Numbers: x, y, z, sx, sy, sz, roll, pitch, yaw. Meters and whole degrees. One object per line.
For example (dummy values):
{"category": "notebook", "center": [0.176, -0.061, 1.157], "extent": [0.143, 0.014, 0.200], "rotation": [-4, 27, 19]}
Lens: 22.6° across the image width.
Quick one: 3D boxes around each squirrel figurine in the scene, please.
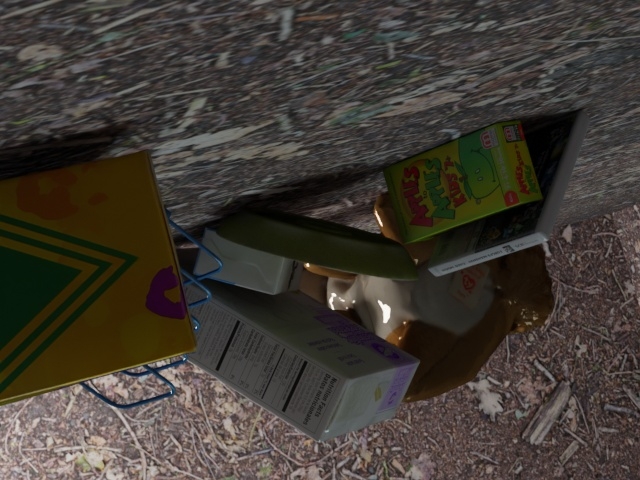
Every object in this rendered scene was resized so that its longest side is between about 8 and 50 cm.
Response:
{"category": "squirrel figurine", "center": [0.122, 0.076, 2.345], "extent": [0.397, 0.281, 0.370], "rotation": [-9, 179, -36]}

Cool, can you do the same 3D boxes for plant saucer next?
{"category": "plant saucer", "center": [0.000, 0.000, 1.843], "extent": [0.241, 0.037, 0.241], "rotation": [12, -176, -1]}

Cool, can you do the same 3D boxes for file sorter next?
{"category": "file sorter", "center": [-0.189, 0.074, 1.659], "extent": [0.118, 0.170, 0.104], "rotation": [-20, 131, 44]}

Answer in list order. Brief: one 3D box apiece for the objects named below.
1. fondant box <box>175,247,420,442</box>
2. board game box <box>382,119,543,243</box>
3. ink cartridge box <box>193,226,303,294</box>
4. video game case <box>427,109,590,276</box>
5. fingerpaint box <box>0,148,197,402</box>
{"category": "fondant box", "center": [-0.067, 0.123, 2.039], "extent": [0.330, 0.096, 0.238], "rotation": [31, -166, 21]}
{"category": "board game box", "center": [0.157, -0.064, 1.796], "extent": [0.043, 0.092, 0.181], "rotation": [-12, 174, -45]}
{"category": "ink cartridge box", "center": [-0.080, 0.024, 1.974], "extent": [0.104, 0.061, 0.181], "rotation": [14, -178, 10]}
{"category": "video game case", "center": [0.216, -0.053, 1.830], "extent": [0.173, 0.022, 0.190], "rotation": [-21, -145, 46]}
{"category": "fingerpaint box", "center": [-0.347, 0.072, 1.264], "extent": [0.371, 0.163, 0.445], "rotation": [-13, 177, -22]}
